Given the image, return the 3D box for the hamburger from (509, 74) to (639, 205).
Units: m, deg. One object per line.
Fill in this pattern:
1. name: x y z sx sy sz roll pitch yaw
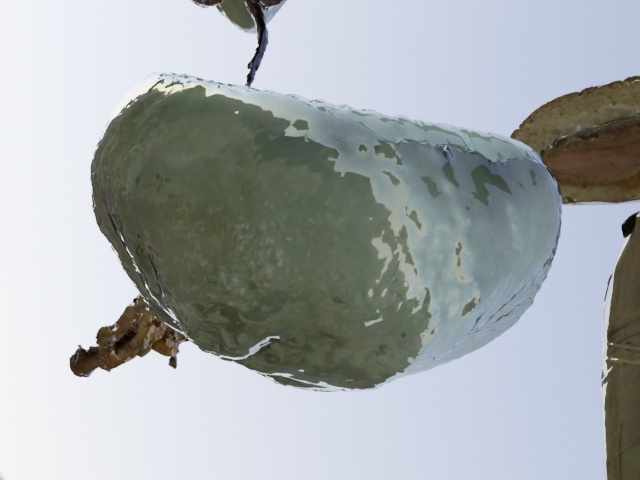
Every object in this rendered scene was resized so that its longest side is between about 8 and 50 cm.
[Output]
1. hamburger: 0.435 -0.130 1.386 0.329 0.209 0.162 -10 -92 41

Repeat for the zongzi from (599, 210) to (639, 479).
1. zongzi: 0.429 0.212 1.195 0.181 0.418 0.447 5 -21 31

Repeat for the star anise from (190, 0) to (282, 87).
1. star anise: -0.056 -0.197 0.793 0.070 0.097 0.191 119 -23 -60

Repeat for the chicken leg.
1. chicken leg: -0.215 0.115 1.202 0.085 0.207 0.101 37 30 -42

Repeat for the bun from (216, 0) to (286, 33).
1. bun: -0.051 -0.358 1.225 0.108 0.221 0.221 39 -24 -12

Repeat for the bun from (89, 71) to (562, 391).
1. bun: 0.000 0.000 0.419 0.195 0.195 0.118 19 -83 55
